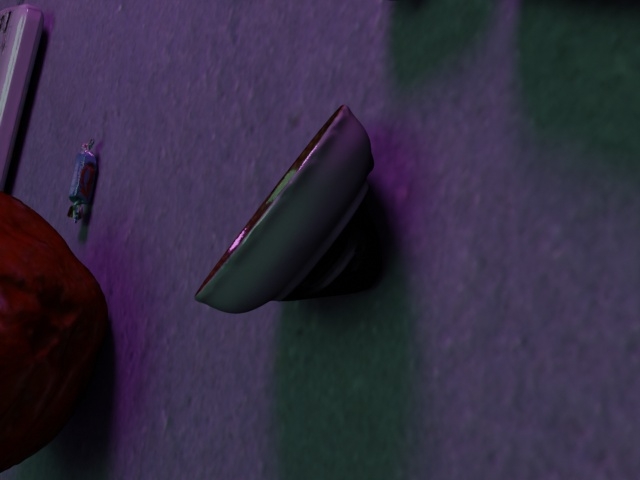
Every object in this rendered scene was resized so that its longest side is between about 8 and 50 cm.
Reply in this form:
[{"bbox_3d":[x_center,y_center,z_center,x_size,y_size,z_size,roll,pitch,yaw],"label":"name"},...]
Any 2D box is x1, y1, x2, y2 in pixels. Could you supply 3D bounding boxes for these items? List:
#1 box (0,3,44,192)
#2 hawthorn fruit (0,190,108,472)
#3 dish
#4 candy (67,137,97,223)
[{"bbox_3d":[-0.395,-0.142,1.094,0.142,0.044,0.285,17,94,55],"label":"box"},{"bbox_3d":[-0.302,0.078,0.730,0.262,0.258,0.258,166,113,-74],"label":"hawthorn fruit"},{"bbox_3d":[0.000,0.000,0.522,0.141,0.078,0.141,-52,7,8],"label":"dish"},{"bbox_3d":[-0.229,-0.057,0.869,0.030,0.020,0.083,-5,74,49],"label":"candy"}]
